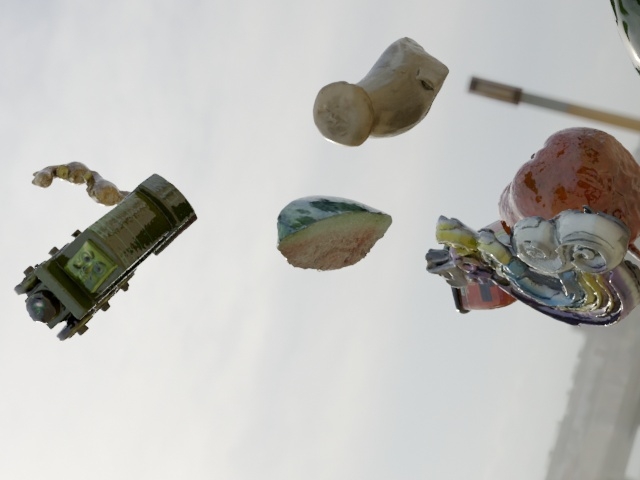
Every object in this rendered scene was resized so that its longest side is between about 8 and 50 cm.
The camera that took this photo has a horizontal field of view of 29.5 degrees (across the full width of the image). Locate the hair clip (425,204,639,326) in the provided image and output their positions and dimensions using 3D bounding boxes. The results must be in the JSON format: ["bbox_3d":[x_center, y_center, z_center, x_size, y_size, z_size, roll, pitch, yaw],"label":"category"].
[{"bbox_3d":[0.139,0.013,0.764,0.116,0.172,0.049,32,-104,-36],"label":"hair clip"}]

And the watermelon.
[{"bbox_3d":[0.001,-0.009,1.382,0.180,0.081,0.094,15,-82,-52],"label":"watermelon"}]

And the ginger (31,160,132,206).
[{"bbox_3d":[-0.420,-0.104,2.188,0.176,0.193,0.052,-117,41,-64],"label":"ginger"}]

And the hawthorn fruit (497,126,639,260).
[{"bbox_3d":[0.380,-0.034,1.684,0.207,0.243,0.207,-43,-13,-13],"label":"hawthorn fruit"}]

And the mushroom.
[{"bbox_3d":[0.087,-0.186,1.568,0.247,0.096,0.108,-38,-49,-48],"label":"mushroom"}]

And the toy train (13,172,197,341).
[{"bbox_3d":[-0.229,0.016,1.294,0.137,0.090,0.225,-40,6,23],"label":"toy train"}]

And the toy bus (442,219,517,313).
[{"bbox_3d":[0.315,0.018,1.886,0.265,0.120,0.121,-24,-74,-39],"label":"toy bus"}]

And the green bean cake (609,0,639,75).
[{"bbox_3d":[0.390,-0.224,0.961,0.218,0.335,0.319,-40,-56,-19],"label":"green bean cake"}]
